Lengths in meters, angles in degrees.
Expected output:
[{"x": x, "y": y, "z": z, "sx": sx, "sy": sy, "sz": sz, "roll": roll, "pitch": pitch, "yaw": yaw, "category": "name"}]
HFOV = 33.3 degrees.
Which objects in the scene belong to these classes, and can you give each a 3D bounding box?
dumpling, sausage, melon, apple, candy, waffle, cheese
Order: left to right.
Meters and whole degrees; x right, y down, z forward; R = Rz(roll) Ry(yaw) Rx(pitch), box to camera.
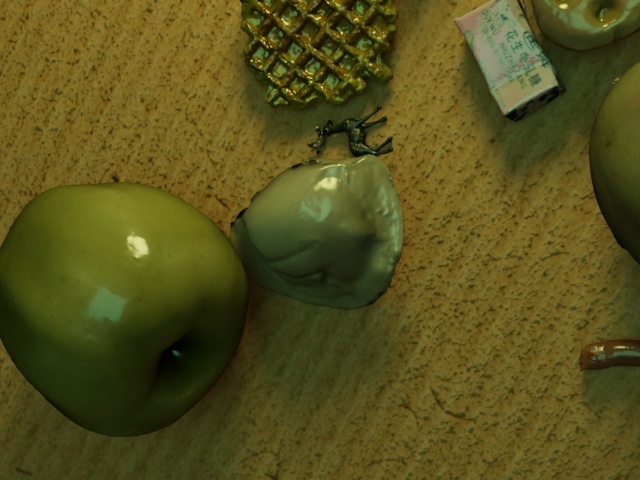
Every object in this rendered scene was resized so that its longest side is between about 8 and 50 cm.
[{"x": -0.281, "y": 0.087, "z": 1.501, "sx": 0.357, "sy": 0.357, "sz": 0.357, "roll": 0, "pitch": 91, "yaw": 18, "category": "apple"}, {"x": -0.004, "y": -0.310, "z": 1.529, "sx": 0.237, "sy": 0.059, "sz": 0.243, "roll": 0, "pitch": 105, "yaw": 18, "category": "waffle"}, {"x": 0.004, "y": -0.003, "z": 1.515, "sx": 0.175, "sy": 0.243, "sz": 0.227, "roll": -36, "pitch": 99, "yaw": -24, "category": "dumpling"}, {"x": 0.261, "y": -0.252, "z": 1.454, "sx": 0.092, "sy": 0.073, "sz": 0.160, "roll": -28, "pitch": 83, "yaw": 21, "category": "candy"}, {"x": 0.371, "y": -0.358, "z": 1.395, "sx": 0.218, "sy": 0.117, "sz": 0.235, "roll": 16, "pitch": 95, "yaw": 16, "category": "cheese"}, {"x": 0.435, "y": 0.158, "z": 1.418, "sx": 0.176, "sy": 0.040, "sz": 0.047, "roll": 5, "pitch": 98, "yaw": 18, "category": "sausage"}, {"x": 0.462, "y": -0.081, "z": 1.291, "sx": 0.268, "sy": 0.268, "sz": 0.330, "roll": -38, "pitch": 71, "yaw": 15, "category": "melon"}]

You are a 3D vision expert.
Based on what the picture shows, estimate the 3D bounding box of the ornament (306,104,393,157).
[{"x": 0.040, "y": -0.146, "z": 1.550, "sx": 0.125, "sy": 0.028, "sz": 0.073, "roll": -14, "pitch": 86, "yaw": 16, "category": "ornament"}]
